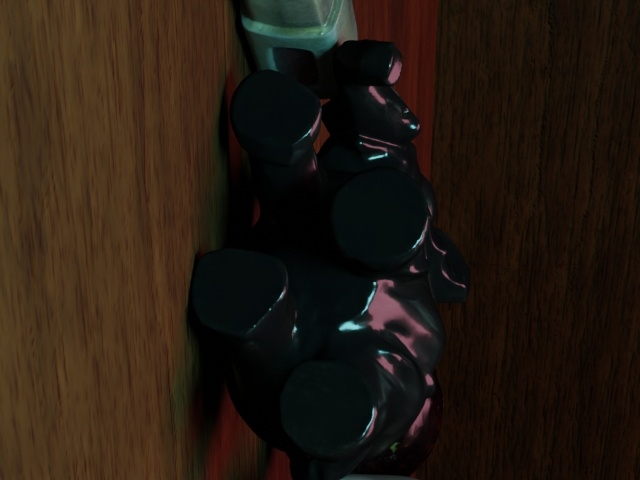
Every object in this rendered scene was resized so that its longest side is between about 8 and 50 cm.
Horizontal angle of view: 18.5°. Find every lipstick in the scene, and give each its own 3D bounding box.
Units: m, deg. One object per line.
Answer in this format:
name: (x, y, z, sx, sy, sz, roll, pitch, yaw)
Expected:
lipstick: (-0.019, -0.183, 1.443, 0.253, 0.079, 0.077, 75, 21, -73)

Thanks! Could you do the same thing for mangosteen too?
mangosteen: (0.033, 0.152, 1.851, 0.184, 0.172, 0.173, -138, -128, -72)

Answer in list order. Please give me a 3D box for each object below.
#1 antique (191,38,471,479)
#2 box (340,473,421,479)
antique: (0.009, 0.028, 1.485, 0.255, 0.185, 0.322, 53, 47, -71)
box: (0.050, 0.375, 1.678, 0.288, 0.141, 0.349, 17, 68, -66)
